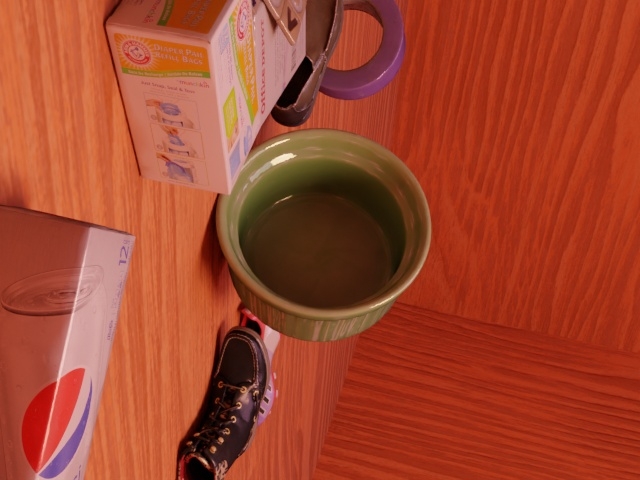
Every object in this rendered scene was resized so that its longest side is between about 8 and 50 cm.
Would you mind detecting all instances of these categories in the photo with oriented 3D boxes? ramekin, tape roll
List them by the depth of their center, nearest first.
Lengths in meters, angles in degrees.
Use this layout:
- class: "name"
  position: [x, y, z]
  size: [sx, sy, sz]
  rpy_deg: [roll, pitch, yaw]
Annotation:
- class: "ramekin"
  position: [0.000, 0.000, 1.267]
  size: [0.148, 0.303, 0.303]
  rpy_deg: [101, 5, -61]
- class: "tape roll"
  position: [0.045, -0.332, 1.423]
  size: [0.080, 0.189, 0.189]
  rpy_deg: [16, 86, -81]

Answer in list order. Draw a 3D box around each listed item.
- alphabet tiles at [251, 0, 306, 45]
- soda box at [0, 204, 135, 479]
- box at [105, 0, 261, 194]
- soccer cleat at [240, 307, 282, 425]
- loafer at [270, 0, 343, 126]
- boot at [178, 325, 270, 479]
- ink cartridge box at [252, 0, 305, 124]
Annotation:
- class: "alphabet tiles"
  position: [-0.071, -0.336, 0.934]
  size: [0.237, 0.009, 0.198]
  rpy_deg: [54, 36, -43]
- class: "soda box"
  position: [-0.227, 0.121, 0.653]
  size: [0.091, 0.098, 0.286]
  rpy_deg: [23, 79, -80]
- class: "box"
  position: [-0.129, -0.161, 0.867]
  size: [0.203, 0.103, 0.114]
  rpy_deg: [89, 16, -52]
- class: "soccer cleat"
  position: [-0.120, 0.217, 1.503]
  size: [0.095, 0.083, 0.248]
  rpy_deg: [-8, 118, -49]
- class: "loafer"
  position: [-0.024, -0.301, 1.341]
  size: [0.087, 0.094, 0.251]
  rpy_deg: [-27, 128, -83]
- class: "boot"
  position: [-0.148, 0.268, 1.329]
  size: [0.178, 0.085, 0.236]
  rpy_deg: [-50, 151, -66]
- class: "ink cartridge box"
  position: [-0.086, -0.251, 1.046]
  size: [0.212, 0.093, 0.154]
  rpy_deg: [-70, 166, -49]
